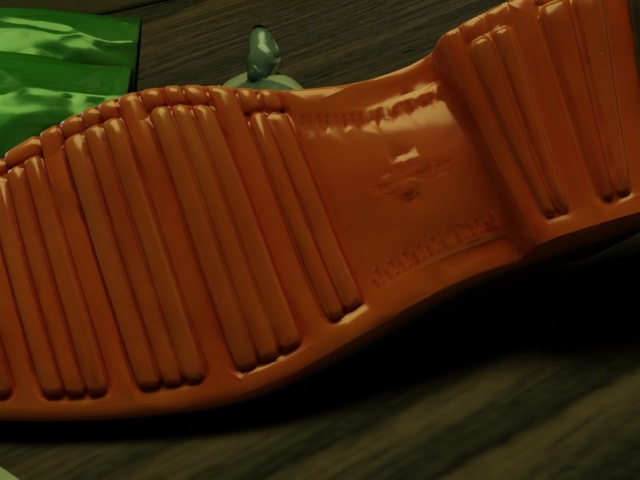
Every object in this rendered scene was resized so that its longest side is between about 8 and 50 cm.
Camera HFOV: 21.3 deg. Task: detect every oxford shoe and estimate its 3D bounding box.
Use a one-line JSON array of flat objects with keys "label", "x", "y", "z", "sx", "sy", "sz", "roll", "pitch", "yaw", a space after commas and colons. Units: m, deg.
[{"label": "oxford shoe", "x": 0.000, "y": 0.000, "z": 0.706, "sx": 0.363, "sy": 0.130, "sz": 0.133, "roll": -15, "pitch": -13, "yaw": 1}]

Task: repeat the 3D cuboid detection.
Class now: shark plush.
[{"label": "shark plush", "x": -0.027, "y": -0.046, "z": 0.931, "sx": 0.067, "sy": 0.073, "sz": 0.161, "roll": -29, "pitch": 43, "yaw": -2}]

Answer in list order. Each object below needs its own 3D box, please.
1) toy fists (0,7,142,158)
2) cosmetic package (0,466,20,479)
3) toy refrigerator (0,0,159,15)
[{"label": "toy fists", "x": -0.177, "y": -0.072, "z": 0.955, "sx": 0.142, "sy": 0.096, "sz": 0.279, "roll": 5, "pitch": 19, "yaw": -5}, {"label": "cosmetic package", "x": -0.146, "y": 0.090, "z": 0.570, "sx": 0.060, "sy": 0.041, "sz": 0.115, "roll": -22, "pitch": 24, "yaw": -32}, {"label": "toy refrigerator", "x": -0.261, "y": -0.229, "z": 1.408, "sx": 0.269, "sy": 0.102, "sz": 0.094, "roll": -17, "pitch": 22, "yaw": -21}]
